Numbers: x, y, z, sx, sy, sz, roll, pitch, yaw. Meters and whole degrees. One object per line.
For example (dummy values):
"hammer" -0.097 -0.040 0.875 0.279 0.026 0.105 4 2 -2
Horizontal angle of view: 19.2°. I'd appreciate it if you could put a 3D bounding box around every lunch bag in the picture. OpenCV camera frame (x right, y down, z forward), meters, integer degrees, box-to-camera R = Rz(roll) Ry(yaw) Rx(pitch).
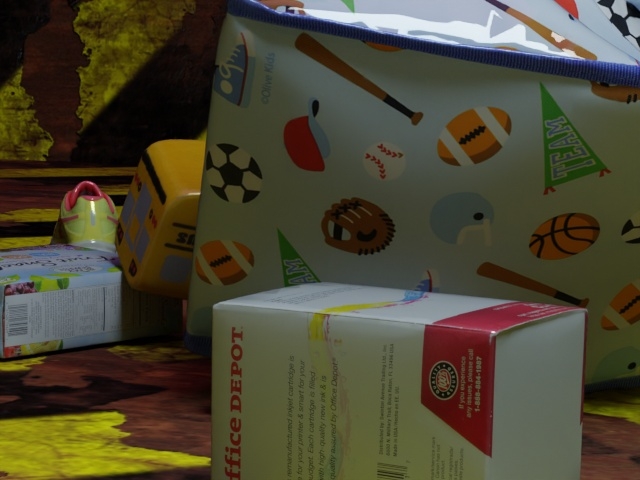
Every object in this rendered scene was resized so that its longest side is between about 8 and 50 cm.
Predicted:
"lunch bag" 0.117 -0.061 1.398 0.385 0.328 0.239 11 40 3

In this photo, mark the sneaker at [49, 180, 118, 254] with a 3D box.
"sneaker" -0.269 -0.023 2.202 0.081 0.094 0.208 -2 6 -16

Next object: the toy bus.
"toy bus" 0.000 0.000 1.667 0.332 0.130 0.108 12 24 -24

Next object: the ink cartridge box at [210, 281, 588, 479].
"ink cartridge box" 0.042 0.096 1.059 0.176 0.128 0.127 6 8 30

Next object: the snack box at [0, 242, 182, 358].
"snack box" -0.252 0.050 1.666 0.174 0.070 0.207 9 11 42
